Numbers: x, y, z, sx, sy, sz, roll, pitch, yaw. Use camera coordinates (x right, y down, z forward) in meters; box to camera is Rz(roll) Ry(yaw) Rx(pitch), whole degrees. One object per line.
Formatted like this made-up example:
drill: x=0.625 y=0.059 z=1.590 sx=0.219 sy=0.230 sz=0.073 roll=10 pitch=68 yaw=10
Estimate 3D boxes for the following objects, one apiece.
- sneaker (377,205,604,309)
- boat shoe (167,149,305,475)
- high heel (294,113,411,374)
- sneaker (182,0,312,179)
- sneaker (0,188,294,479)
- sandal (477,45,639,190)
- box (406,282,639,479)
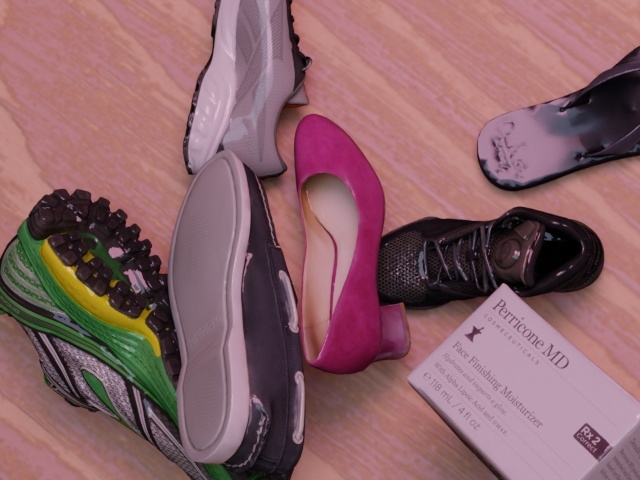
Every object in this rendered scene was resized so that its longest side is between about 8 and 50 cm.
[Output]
sneaker: x=0.135 y=0.013 z=1.376 sx=0.227 sy=0.130 sz=0.087 roll=-2 pitch=82 yaw=13
boat shoe: x=-0.068 y=0.062 z=1.338 sx=0.091 sy=0.114 sz=0.302 roll=21 pitch=55 yaw=-33
high heel: x=0.000 y=0.000 z=1.364 sx=0.082 sy=0.117 sz=0.244 roll=-21 pitch=78 yaw=39
sneaker: x=-0.054 y=-0.185 z=1.447 sx=0.108 sy=0.100 sz=0.271 roll=12 pitch=88 yaw=-3
sneaker: x=-0.158 y=0.117 z=1.405 sx=0.343 sy=0.134 sz=0.146 roll=48 pitch=124 yaw=3
sandal: x=0.268 y=-0.115 z=1.422 sx=0.254 sy=0.054 sz=0.097 roll=-27 pitch=80 yaw=0
box: x=0.195 y=0.161 z=1.293 sx=0.119 sy=0.182 sz=0.181 roll=-44 pitch=52 yaw=-3
